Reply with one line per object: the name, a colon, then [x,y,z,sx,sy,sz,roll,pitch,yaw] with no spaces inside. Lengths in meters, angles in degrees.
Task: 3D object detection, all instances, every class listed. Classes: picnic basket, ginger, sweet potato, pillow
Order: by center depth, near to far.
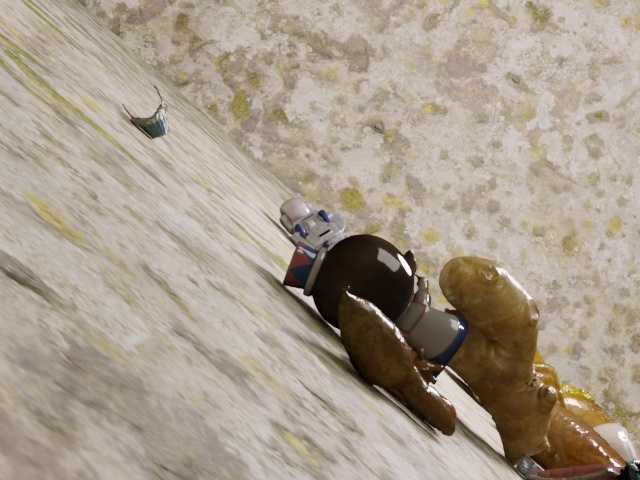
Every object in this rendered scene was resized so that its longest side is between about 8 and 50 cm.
sweet potato: [0.083,0.152,1.267,0.269,0.075,0.075,52,-1,-27]
pillow: [0.438,0.394,1.602,0.171,0.075,0.179,22,-29,-29]
ginger: [0.278,0.182,1.614,0.348,0.122,0.363,38,-37,-2]
picnic basket: [-0.287,-0.210,1.716,0.083,0.065,0.083,63,10,-10]

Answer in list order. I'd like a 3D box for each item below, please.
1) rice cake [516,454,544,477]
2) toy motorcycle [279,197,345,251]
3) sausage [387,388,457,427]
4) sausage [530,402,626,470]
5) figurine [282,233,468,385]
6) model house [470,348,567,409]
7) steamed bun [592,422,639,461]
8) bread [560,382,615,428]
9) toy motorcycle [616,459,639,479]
rice cake: [0.393,0.416,1.700,0.208,0.033,0.033,39,-8,-28]
toy motorcycle: [0.000,0.000,2.087,0.112,0.112,0.254,38,4,-46]
sausage: [0.109,0.186,1.336,0.177,0.040,0.047,41,-12,-16]
sausage: [0.488,0.426,1.859,0.123,0.136,0.501,3,23,-26]
figurine: [0.077,0.086,1.437,0.275,0.161,0.158,43,-23,-8]
model house: [0.412,0.325,2.247,0.268,0.173,0.239,7,32,-21]
steamed bun: [0.571,0.475,1.993,0.177,0.131,0.228,6,63,-80]
bread: [0.649,0.473,2.614,0.246,0.176,0.195,42,6,-3]
toy motorcycle: [0.495,0.367,1.496,0.173,0.100,0.058,60,5,-37]
